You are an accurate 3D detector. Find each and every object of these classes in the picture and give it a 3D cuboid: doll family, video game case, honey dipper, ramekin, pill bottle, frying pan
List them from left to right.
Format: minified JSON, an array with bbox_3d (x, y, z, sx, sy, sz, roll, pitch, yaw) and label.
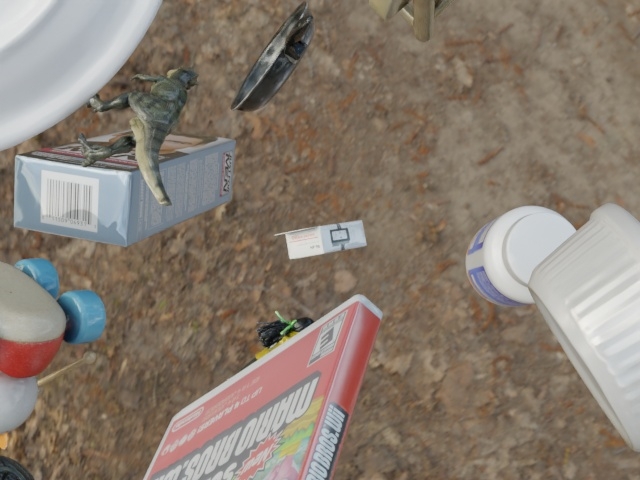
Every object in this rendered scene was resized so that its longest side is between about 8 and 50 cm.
[{"bbox_3d":[-0.375,0.190,1.455,0.030,0.161,0.030,36,39,-36],"label":"honey dipper"},{"bbox_3d":[-0.068,0.171,0.574,0.025,0.204,0.285,41,39,-16],"label":"video game case"},{"bbox_3d":[-0.027,0.121,0.997,0.111,0.193,0.076,-43,114,-9],"label":"doll family"},{"bbox_3d":[-0.039,-0.288,1.480,0.053,0.326,0.197,34,59,-15],"label":"frying pan"},{"bbox_3d":[0.323,0.026,1.622,0.152,0.272,0.152,0,85,-2],"label":"pill bottle"},{"bbox_3d":[0.333,0.104,1.111,0.127,0.273,0.273,-32,76,6],"label":"ramekin"}]

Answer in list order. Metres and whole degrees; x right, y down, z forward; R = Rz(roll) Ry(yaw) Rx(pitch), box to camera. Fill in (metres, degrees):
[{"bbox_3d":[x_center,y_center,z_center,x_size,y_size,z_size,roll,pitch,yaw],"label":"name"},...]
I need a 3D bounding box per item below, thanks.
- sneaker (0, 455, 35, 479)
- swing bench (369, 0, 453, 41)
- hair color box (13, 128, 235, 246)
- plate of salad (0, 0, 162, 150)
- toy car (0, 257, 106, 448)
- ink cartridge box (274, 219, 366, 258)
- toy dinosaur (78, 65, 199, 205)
[{"bbox_3d":[-0.458,0.404,1.280,0.109,0.130,0.286,41,35,-7],"label":"sneaker"},{"bbox_3d":[0.024,-0.306,0.808,0.253,0.165,0.255,46,18,8],"label":"swing bench"},{"bbox_3d":[-0.290,-0.094,1.600,0.185,0.113,0.374,10,14,16],"label":"hair color box"},{"bbox_3d":[-0.145,-0.125,0.348,0.200,0.048,0.199,-1,100,-6],"label":"plate of salad"},{"bbox_3d":[-0.438,0.162,1.356,0.210,0.238,0.219,28,20,35],"label":"toy car"},{"bbox_3d":[0.000,0.000,1.020,0.083,0.048,0.028,-9,88,-47],"label":"ink cartridge box"},{"bbox_3d":[-0.205,-0.130,1.143,0.118,0.064,0.268,-1,41,4],"label":"toy dinosaur"}]
